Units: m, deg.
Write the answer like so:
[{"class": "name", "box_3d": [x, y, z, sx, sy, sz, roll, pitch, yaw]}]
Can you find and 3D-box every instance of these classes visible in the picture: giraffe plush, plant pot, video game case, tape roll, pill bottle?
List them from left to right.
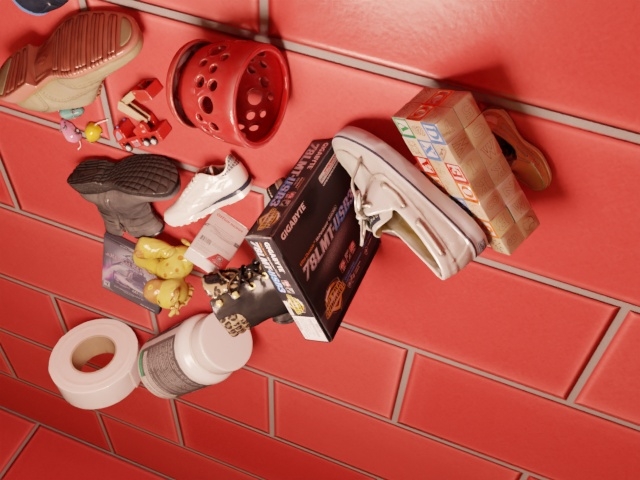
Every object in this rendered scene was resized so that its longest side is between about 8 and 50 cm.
[{"class": "tape roll", "box_3d": [-0.706, 0.389, 2.314, 0.286, 0.286, 0.100, 13, 138, 18]}, {"class": "video game case", "box_3d": [-0.538, 0.098, 2.101, 0.196, 0.026, 0.274, 26, 142, 2]}, {"class": "giraffe plush", "box_3d": [-0.388, 0.101, 1.867, 0.210, 0.171, 0.181, -2, 155, 17]}, {"class": "pill bottle", "box_3d": [-0.365, 0.330, 2.111, 0.204, 0.204, 0.361, 43, 139, -18]}, {"class": "plant pot", "box_3d": [-0.175, -0.277, 1.351, 0.174, 0.191, 0.191, 15, 140, 27]}]

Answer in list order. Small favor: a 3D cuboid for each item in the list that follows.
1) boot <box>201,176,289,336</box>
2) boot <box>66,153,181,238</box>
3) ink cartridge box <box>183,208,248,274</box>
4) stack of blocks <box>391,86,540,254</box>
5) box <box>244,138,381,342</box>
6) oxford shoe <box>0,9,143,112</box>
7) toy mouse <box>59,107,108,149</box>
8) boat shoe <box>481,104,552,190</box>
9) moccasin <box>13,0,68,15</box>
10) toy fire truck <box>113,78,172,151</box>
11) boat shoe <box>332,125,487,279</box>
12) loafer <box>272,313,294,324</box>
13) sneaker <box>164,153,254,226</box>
[{"class": "boot", "box_3d": [-0.129, 0.055, 1.628, 0.284, 0.138, 0.377, -22, 136, 0]}, {"class": "boot", "box_3d": [-0.435, -0.096, 1.783, 0.338, 0.118, 0.223, 8, 145, 32]}, {"class": "ink cartridge box", "box_3d": [-0.249, 0.006, 1.742, 0.099, 0.135, 0.056, 35, 144, -8]}, {"class": "stack of blocks", "box_3d": [0.246, -0.124, 1.288, 0.297, 0.087, 0.171, 54, 166, -29]}, {"class": "box", "box_3d": [0.000, 0.000, 1.461, 0.073, 0.296, 0.293, 2, 134, 32]}, {"class": "oxford shoe", "box_3d": [-0.500, -0.365, 1.522, 0.396, 0.141, 0.146, -9, 160, 31]}, {"class": "toy mouse", "box_3d": [-0.586, -0.274, 1.715, 0.143, 0.031, 0.161, 35, 141, -9]}, {"class": "boat shoe", "box_3d": [0.336, -0.146, 1.280, 0.190, 0.072, 0.068, 43, 138, -19]}, {"class": "moccasin", "box_3d": [-0.575, -0.576, 1.324, 0.116, 0.138, 0.342, -3, 146, 27]}, {"class": "toy fire truck", "box_3d": [-0.399, -0.272, 1.595, 0.192, 0.047, 0.135, -6, 130, 36]}, {"class": "boat shoe", "box_3d": [0.120, -0.057, 1.342, 0.367, 0.156, 0.136, 44, 168, 21]}, {"class": "loafer", "box_3d": [-0.064, 0.177, 1.891, 0.170, 0.062, 0.061, -15, 103, 36]}, {"class": "sneaker", "box_3d": [-0.265, -0.113, 1.635, 0.235, 0.090, 0.095, -27, 121, 17]}]
